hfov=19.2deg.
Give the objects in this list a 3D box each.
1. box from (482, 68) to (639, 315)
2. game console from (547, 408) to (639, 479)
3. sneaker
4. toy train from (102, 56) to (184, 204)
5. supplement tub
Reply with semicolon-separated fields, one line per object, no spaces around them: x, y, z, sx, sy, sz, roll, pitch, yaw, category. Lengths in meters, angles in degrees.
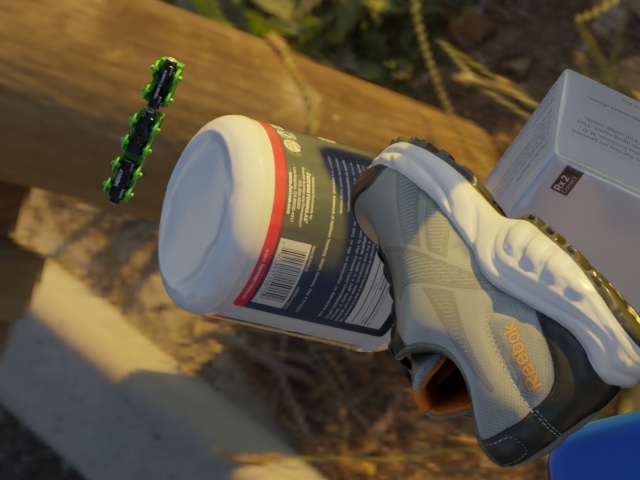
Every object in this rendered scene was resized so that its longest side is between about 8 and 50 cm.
0.238;-0.017;1.599;0.181;0.182;0.119;-57;12;44;box
0.305;0.214;1.084;0.293;0.250;0.173;-19;43;39;game console
0.068;0.027;0.978;0.108;0.100;0.271;-46;27;0;sneaker
-0.092;-0.057;0.983;0.017;0.024;0.083;24;103;1;toy train
0.000;0.000;1.797;0.191;0.272;0.191;-35;48;51;supplement tub
